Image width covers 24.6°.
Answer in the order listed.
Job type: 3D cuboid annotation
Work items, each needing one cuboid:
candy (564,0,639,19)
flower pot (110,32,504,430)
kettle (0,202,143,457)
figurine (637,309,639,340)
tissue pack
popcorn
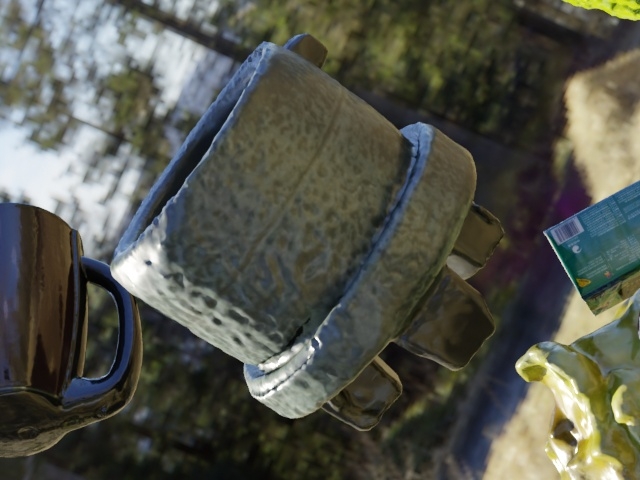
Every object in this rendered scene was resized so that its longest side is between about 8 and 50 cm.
[{"bbox_3d":[0.360,-0.312,1.761,0.097,0.209,0.097,-52,-23,-33],"label":"candy"},{"bbox_3d":[0.000,0.000,1.263,0.299,0.283,0.299,-54,10,14],"label":"flower pot"},{"bbox_3d":[-0.273,0.093,1.408,0.144,0.202,0.232,90,170,-48],"label":"kettle"},{"bbox_3d":[0.281,0.048,0.813,0.114,0.196,0.108,-98,-7,-74],"label":"figurine"},{"bbox_3d":[0.282,0.009,1.364,0.111,0.079,0.085,-30,60,10],"label":"tissue pack"},{"bbox_3d":[0.261,0.145,1.127,0.181,0.216,0.235,-110,21,-50],"label":"popcorn"}]
